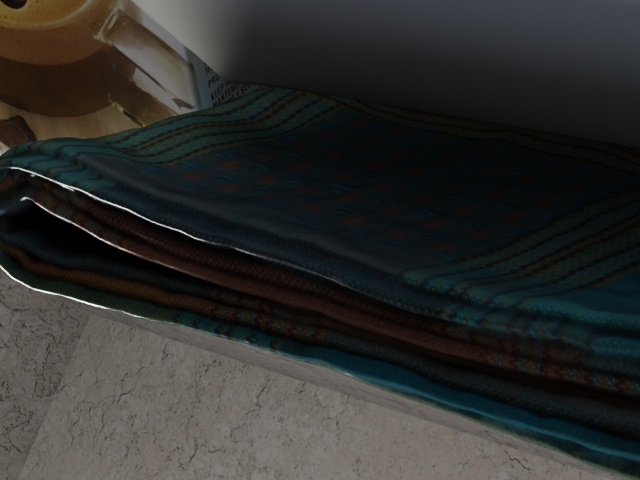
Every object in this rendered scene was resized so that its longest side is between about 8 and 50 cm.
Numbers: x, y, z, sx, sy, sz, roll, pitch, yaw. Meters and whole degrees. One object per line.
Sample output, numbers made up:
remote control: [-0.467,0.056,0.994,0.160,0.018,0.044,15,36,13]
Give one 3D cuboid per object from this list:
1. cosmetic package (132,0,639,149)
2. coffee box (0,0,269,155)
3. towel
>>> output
cosmetic package: [0.117,-0.134,0.360,0.385,0.217,0.156,12,165,35]
coffee box: [-0.091,-0.153,0.580,0.168,0.119,0.297,16,136,28]
towel: [0.111,-0.039,0.514,0.271,0.040,0.370,14,-153,37]
